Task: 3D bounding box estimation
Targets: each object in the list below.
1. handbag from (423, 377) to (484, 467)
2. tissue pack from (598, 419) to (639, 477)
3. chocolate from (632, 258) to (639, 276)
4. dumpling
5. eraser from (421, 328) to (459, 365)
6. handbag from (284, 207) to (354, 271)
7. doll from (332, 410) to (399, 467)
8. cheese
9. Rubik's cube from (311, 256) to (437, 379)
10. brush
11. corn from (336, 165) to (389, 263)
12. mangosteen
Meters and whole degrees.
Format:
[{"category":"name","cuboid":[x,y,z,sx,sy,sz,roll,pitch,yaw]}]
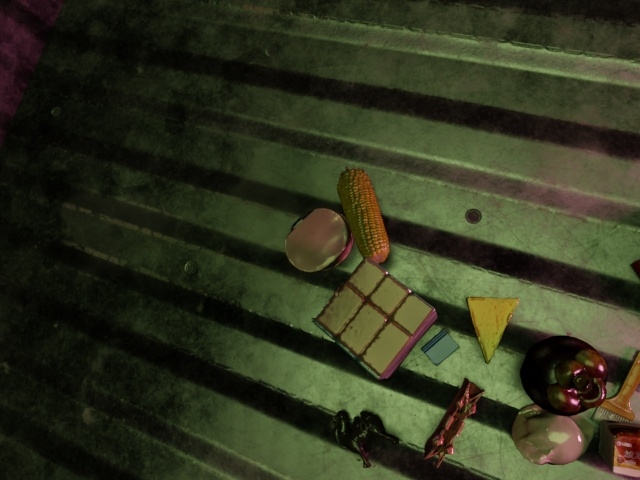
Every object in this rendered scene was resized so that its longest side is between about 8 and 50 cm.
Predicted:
[{"category":"handbag","cuboid":[0.334,0.451,1.167,0.059,0.157,0.212,32,87,19]},{"category":"tissue pack","cuboid":[0.739,0.481,1.074,0.149,0.106,0.099,3,91,15]},{"category":"chocolate","cuboid":[0.933,0.099,1.111,0.235,0.108,0.237,-27,74,10]},{"category":"dumpling","cuboid":[0.564,0.468,1.143,0.176,0.092,0.150,-35,57,14]},{"category":"eraser","cuboid":[0.325,0.291,1.273,0.085,0.027,0.063,-42,72,3]},{"category":"handbag","cuboid":[0.001,0.001,1.376,0.205,0.116,0.179,-44,71,3]},{"category":"doll","cuboid":[0.110,0.523,1.269,0.139,0.057,0.165,-45,66,5]},{"category":"cheese","cuboid":[0.441,0.235,1.219,0.126,0.093,0.171,3,79,13]},{"category":"Rubik's cube","cuboid":[0.152,0.207,1.234,0.225,0.231,0.221,38,89,21]},{"category":"brush","cuboid":[0.752,0.366,1.148,0.083,0.010,0.218,27,89,18]},{"category":"corn","cuboid":[0.123,-0.073,1.344,0.106,0.106,0.305,-21,62,10]},{"category":"mangosteen","cuboid":[0.580,0.318,1.092,0.194,0.230,0.194,0,85,-3]}]
